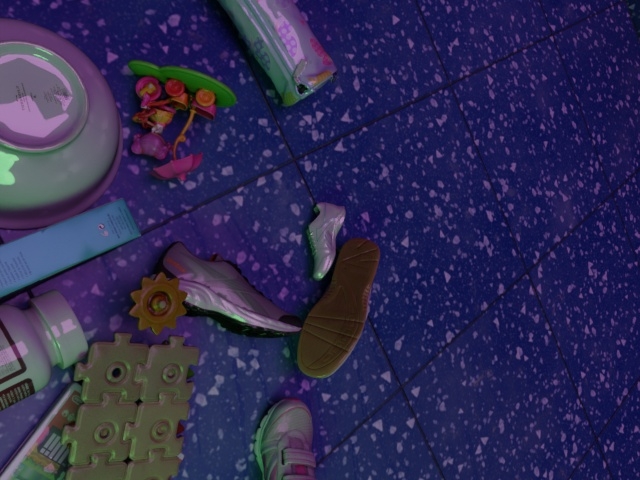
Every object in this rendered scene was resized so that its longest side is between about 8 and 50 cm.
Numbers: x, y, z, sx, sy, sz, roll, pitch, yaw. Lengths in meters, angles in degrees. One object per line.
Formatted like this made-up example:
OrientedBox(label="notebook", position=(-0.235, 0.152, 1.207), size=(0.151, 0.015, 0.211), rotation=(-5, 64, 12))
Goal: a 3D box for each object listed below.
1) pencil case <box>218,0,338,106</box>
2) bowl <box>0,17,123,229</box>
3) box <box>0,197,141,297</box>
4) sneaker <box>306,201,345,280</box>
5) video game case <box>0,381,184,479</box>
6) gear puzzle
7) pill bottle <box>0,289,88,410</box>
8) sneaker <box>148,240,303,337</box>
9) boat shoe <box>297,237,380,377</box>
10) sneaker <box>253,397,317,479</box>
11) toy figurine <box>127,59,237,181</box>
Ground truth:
OrientedBox(label="pencil case", position=(-0.087, -0.371, 1.005), size=(0.273, 0.114, 0.124), rotation=(55, 35, -14))
OrientedBox(label="bowl", position=(-0.392, -0.167, 0.751), size=(0.298, 0.134, 0.297), rotation=(5, 81, -34))
OrientedBox(label="box", position=(-0.371, 0.020, 0.757), size=(0.244, 0.101, 0.060), rotation=(-29, 101, -34))
OrientedBox(label="sneaker", position=(0.000, 0.000, 1.056), size=(0.061, 0.054, 0.152), rotation=(18, 70, -15))
OrientedBox(label="video game case", position=(-0.344, 0.366, 0.771), size=(0.204, 0.025, 0.285), rotation=(44, 61, -22))
OrientedBox(label="gear puzzle", position=(-0.258, 0.207, 0.784), size=(0.176, 0.044, 0.338), rotation=(12, 86, -41))
OrientedBox(label="pill bottle", position=(-0.410, 0.151, 0.696), size=(0.221, 0.121, 0.121), rotation=(-28, 99, -35))
OrientedBox(label="sneaker", position=(-0.137, 0.087, 0.914), size=(0.272, 0.100, 0.107), rotation=(28, 63, -29))
OrientedBox(label="boat shoe", position=(0.041, 0.130, 1.031), size=(0.098, 0.096, 0.277), rotation=(19, 61, 14))
OrientedBox(label="sneaker", position=(-0.044, 0.384, 0.924), size=(0.103, 0.111, 0.252), rotation=(12, 76, -33))
OrientedBox(label="toy figurine", position=(-0.235, -0.175, 0.888), size=(0.173, 0.130, 0.159), rotation=(17, 82, -9))
